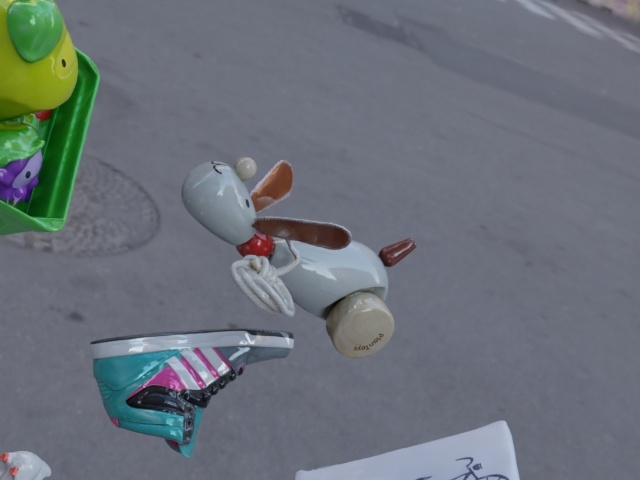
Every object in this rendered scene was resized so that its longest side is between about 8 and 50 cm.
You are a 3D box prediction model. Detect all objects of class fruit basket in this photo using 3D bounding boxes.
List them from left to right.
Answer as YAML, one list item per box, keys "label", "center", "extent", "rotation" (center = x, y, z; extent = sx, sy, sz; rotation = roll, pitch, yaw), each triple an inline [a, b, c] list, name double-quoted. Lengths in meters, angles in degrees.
- label: "fruit basket"
  center: [-0.457, -0.223, 1.440]
  extent: [0.283, 0.392, 0.392]
  rotation: [37, 9, -39]

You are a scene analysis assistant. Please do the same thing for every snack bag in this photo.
- label: "snack bag"
  center: [0.099, 0.349, 1.134]
  extent: [0.323, 0.037, 0.342]
  rotation: [-18, 23, 14]

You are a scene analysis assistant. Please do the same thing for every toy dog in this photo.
- label: "toy dog"
  center: [0.000, 0.000, 1.142]
  extent: [0.220, 0.161, 0.333]
  rotation: [50, 7, 33]

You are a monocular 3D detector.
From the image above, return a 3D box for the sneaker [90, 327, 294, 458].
- label: "sneaker"
  center: [-0.176, 0.219, 1.360]
  extent: [0.295, 0.179, 0.124]
  rotation: [-3, -4, -17]

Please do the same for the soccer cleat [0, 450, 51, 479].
- label: "soccer cleat"
  center: [-0.427, 0.350, 1.205]
  extent: [0.068, 0.196, 0.076]
  rotation: [45, -1, 37]
